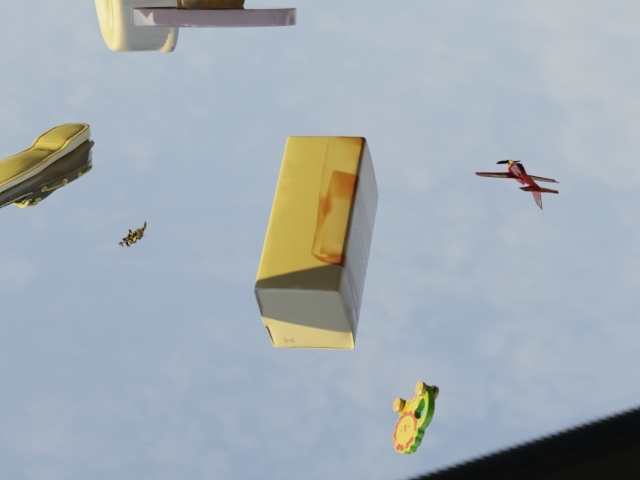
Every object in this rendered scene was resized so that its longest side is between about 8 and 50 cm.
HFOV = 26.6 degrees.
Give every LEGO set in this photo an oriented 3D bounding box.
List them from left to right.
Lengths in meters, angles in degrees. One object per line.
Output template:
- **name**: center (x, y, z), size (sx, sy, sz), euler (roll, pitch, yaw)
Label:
- **LEGO set**: center (-0.289, -0.002, 2.107), size (0.023, 0.054, 0.083), euler (48, -164, -15)

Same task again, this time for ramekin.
- **ramekin**: center (-0.404, -0.536, 2.913), size (0.135, 0.277, 0.277), euler (-9, -149, -18)

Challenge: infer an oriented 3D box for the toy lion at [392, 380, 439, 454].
- **toy lion**: center (0.144, 0.280, 2.091), size (0.034, 0.100, 0.096), euler (20, -130, -24)

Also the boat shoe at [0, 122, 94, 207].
- **boat shoe**: center (-0.507, -0.111, 2.383), size (0.109, 0.091, 0.305), euler (9, -148, 31)

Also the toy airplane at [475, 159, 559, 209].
- **toy airplane**: center (0.326, -0.096, 2.163), size (0.151, 0.028, 0.151), euler (11, -153, -6)

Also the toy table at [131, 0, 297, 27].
- **toy table**: center (-0.168, -0.412, 2.089), size (0.274, 0.161, 0.252), euler (1, -169, 14)

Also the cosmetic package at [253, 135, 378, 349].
- **cosmetic package**: center (0.000, 0.000, 2.009), size (0.129, 0.153, 0.296), euler (1, -127, 13)
